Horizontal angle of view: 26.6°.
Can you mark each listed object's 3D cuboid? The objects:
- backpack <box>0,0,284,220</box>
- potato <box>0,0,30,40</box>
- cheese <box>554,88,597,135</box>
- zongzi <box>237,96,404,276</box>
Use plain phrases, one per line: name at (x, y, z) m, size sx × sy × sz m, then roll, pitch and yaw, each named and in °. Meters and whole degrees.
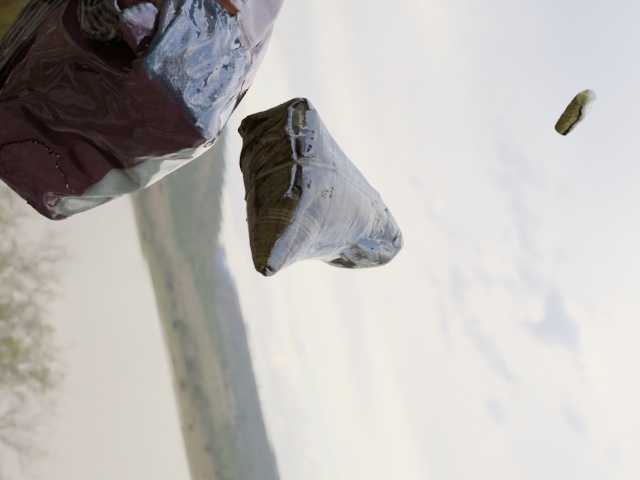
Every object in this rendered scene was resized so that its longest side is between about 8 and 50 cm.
backpack at (-0.164, -0.193, 1.301) m, size 0.197 × 0.283 × 0.317 m, roll 50°, pitch 44°, yaw -27°
potato at (-0.384, -0.388, 1.903) m, size 0.141 × 0.296 × 0.191 m, roll 48°, pitch 33°, yaw -13°
cheese at (0.345, -0.173, 1.816) m, size 0.030 × 0.044 × 0.083 m, roll 40°, pitch -32°, yaw 8°
zongzi at (0.000, 0.000, 1.738) m, size 0.286 × 0.134 × 0.288 m, roll 45°, pitch 31°, yaw -37°
